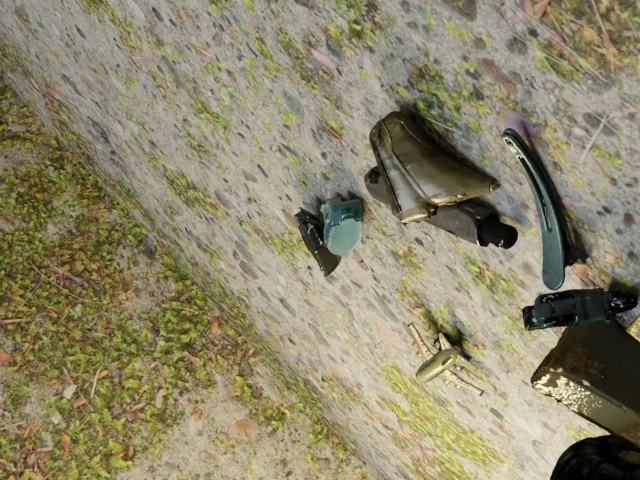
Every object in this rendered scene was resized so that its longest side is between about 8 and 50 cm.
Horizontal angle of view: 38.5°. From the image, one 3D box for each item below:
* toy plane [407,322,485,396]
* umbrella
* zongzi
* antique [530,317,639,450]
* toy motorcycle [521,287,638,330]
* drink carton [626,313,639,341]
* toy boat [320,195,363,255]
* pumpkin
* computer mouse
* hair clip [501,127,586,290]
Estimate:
[{"bbox_3d":[0.276,0.280,2.111,0.229,0.092,0.244,44,161,5],"label":"toy plane"},{"bbox_3d":[0.213,-0.060,1.654,0.337,0.067,0.073,28,165,41],"label":"umbrella"},{"bbox_3d":[0.189,-0.139,1.552,0.197,0.099,0.194,-17,100,34],"label":"zongzi"},{"bbox_3d":[0.514,0.259,1.534,0.284,0.150,0.125,37,158,7],"label":"antique"},{"bbox_3d":[0.412,0.108,1.454,0.100,0.173,0.058,61,-158,-76],"label":"toy motorcycle"},{"bbox_3d":[0.549,0.159,1.373,0.166,0.056,0.071,42,151,17],"label":"drink carton"},{"bbox_3d":[0.047,-0.044,2.034,0.215,0.088,0.102,91,168,-63],"label":"toy boat"},{"bbox_3d":[0.551,0.482,1.610,0.315,0.315,0.238,13,99,58],"label":"pumpkin"},{"bbox_3d":[0.003,0.000,2.177,0.126,0.071,0.231,60,175,32],"label":"computer mouse"},{"bbox_3d":[0.338,-0.058,1.414,0.048,0.083,0.275,10,130,57],"label":"hair clip"}]
